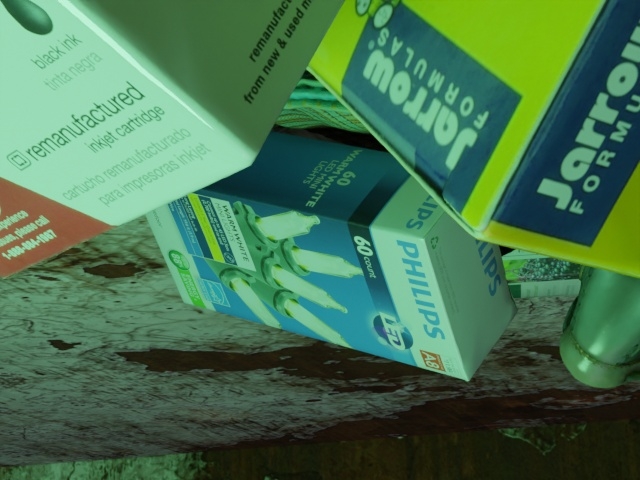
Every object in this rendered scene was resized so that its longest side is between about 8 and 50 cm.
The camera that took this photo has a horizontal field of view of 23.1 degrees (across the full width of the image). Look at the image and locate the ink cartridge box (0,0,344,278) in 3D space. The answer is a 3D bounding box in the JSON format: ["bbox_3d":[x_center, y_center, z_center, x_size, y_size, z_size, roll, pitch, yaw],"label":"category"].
[{"bbox_3d":[-0.152,-0.127,0.573,0.273,0.114,0.197,42,146,-21],"label":"ink cartridge box"}]

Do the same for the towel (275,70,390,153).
[{"bbox_3d":[0.111,-0.063,0.991,0.271,0.040,0.370,15,177,-38],"label":"towel"}]

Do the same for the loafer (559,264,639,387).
[{"bbox_3d":[0.174,0.025,0.814,0.096,0.084,0.267,34,-169,19],"label":"loafer"}]

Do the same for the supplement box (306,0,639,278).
[{"bbox_3d":[0.186,-0.095,0.658,0.357,0.195,0.194,12,-157,-37],"label":"supplement box"}]

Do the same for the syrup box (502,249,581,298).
[{"bbox_3d":[0.176,-0.003,1.357,0.237,0.096,0.093,-5,166,6],"label":"syrup box"}]

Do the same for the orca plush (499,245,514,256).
[{"bbox_3d":[0.103,0.009,1.236,0.287,0.102,0.151,7,120,-17],"label":"orca plush"}]

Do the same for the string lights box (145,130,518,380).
[{"bbox_3d":[0.000,0.000,1.106,0.260,0.077,0.133,13,138,36],"label":"string lights box"}]
